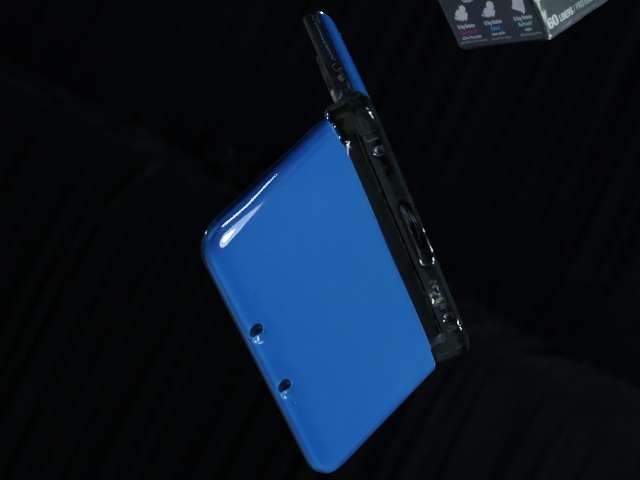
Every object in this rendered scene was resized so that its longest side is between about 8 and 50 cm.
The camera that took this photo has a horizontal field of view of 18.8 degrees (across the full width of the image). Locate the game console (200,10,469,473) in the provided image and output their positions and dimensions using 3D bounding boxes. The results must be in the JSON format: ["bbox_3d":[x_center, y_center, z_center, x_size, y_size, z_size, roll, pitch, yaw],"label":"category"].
[{"bbox_3d":[0.000,0.000,1.642,0.250,0.173,0.293,-112,179,-52],"label":"game console"}]

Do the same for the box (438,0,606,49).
[{"bbox_3d":[0.175,-0.338,1.834,0.143,0.165,0.270,1,-58,57],"label":"box"}]
